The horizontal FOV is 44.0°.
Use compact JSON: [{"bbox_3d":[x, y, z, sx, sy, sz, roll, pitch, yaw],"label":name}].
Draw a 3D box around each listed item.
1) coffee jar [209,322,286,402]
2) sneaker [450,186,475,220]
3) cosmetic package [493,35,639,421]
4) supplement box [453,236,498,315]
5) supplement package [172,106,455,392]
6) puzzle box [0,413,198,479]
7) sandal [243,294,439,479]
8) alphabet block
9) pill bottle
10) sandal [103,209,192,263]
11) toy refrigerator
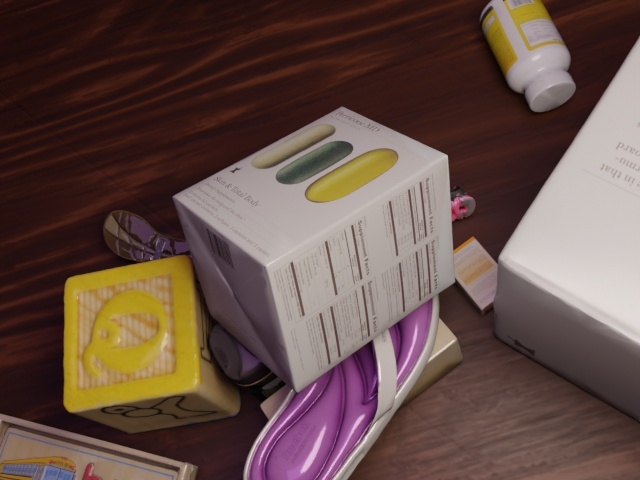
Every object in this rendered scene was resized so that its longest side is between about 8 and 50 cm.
[{"bbox_3d":[-0.089,0.165,1.101,0.079,0.184,0.096,-34,66,-3],"label":"coffee jar"},{"bbox_3d":[0.175,-0.048,1.217,0.119,0.047,0.057,-21,44,2],"label":"sneaker"},{"bbox_3d":[0.451,0.000,0.980,0.327,0.329,0.394,31,78,20],"label":"cosmetic package"},{"bbox_3d":[0.231,0.052,1.163,0.062,0.036,0.098,-34,66,-4],"label":"supplement box"},{"bbox_3d":[0.000,0.000,0.969,0.262,0.198,0.199,-31,42,-25],"label":"supplement package"},{"bbox_3d":[-0.402,0.408,1.141,0.408,0.052,0.272,9,70,15],"label":"puzzle box"},{"bbox_3d":[0.036,0.164,1.020,0.169,0.102,0.416,17,67,22],"label":"sandal"},{"bbox_3d":[-0.234,0.154,1.129,0.192,0.197,0.194,-12,66,6],"label":"alphabet block"},{"bbox_3d":[0.328,-0.297,1.247,0.103,0.103,0.184,-19,66,3],"label":"pill bottle"},{"bbox_3d":[-0.268,0.011,1.279,0.180,0.049,0.072,22,79,3],"label":"sandal"},{"bbox_3d":[0.061,0.199,1.111,0.269,0.094,0.102,-37,59,-5],"label":"toy refrigerator"}]
